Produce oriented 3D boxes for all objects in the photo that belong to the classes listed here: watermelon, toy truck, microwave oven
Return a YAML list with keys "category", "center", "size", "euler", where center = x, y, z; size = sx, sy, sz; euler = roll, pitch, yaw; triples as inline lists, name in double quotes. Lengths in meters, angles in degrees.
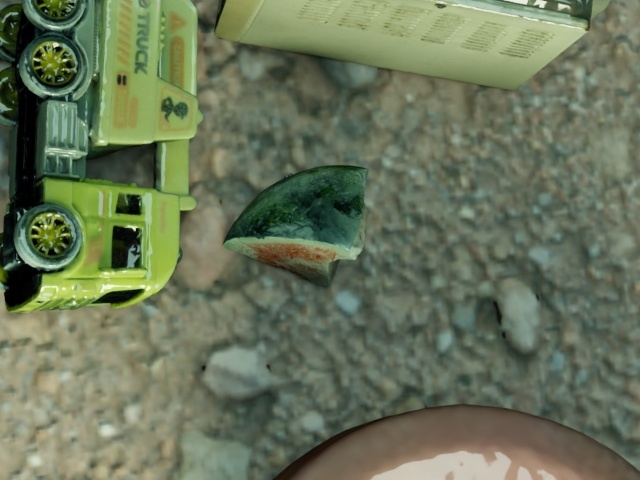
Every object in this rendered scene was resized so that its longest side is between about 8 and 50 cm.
- category: "watermelon"
  center: [0.000, 0.000, 0.951]
  size: [0.085, 0.085, 0.061]
  euler: [-29, 122, -13]
- category: "toy truck"
  center: [-0.102, -0.049, 0.931]
  size: [0.100, 0.077, 0.168]
  euler: [4, 77, -23]
- category: "microwave oven"
  center: [0.058, -0.212, 0.948]
  size: [0.194, 0.145, 0.240]
  euler: [9, 80, -6]

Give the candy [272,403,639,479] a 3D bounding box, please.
- category: "candy"
  center: [0.069, 0.202, 0.911]
  size: [0.255, 0.094, 0.255]
  euler: [2, 81, -10]
